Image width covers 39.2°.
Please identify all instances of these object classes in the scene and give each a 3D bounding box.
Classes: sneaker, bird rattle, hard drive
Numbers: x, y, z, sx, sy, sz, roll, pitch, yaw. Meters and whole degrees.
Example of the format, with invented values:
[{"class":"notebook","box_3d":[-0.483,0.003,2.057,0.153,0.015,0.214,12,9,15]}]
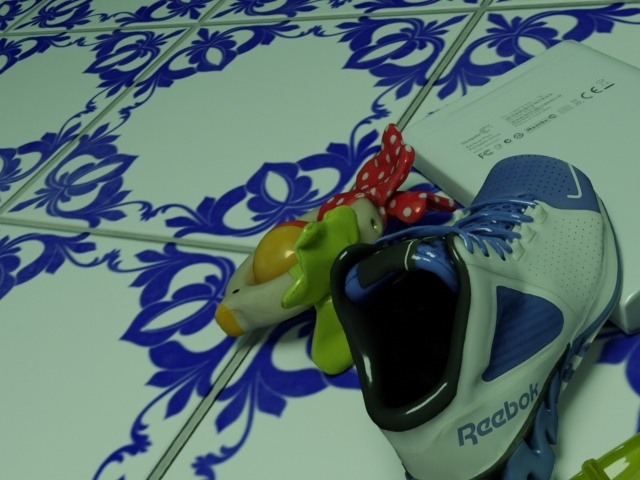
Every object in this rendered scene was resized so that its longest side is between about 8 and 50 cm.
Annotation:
[{"class":"sneaker","box_3d":[0.112,0.030,0.632,0.127,0.182,0.316,-6,45,37]},{"class":"bird rattle","box_3d":[0.000,0.000,0.821,0.206,0.143,0.254,-23,30,28]},{"class":"hard drive","box_3d":[0.258,-0.074,0.842,0.233,0.047,0.353,-29,36,-10]}]

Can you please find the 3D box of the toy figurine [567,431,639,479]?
[{"class":"toy figurine","box_3d":[0.100,0.275,0.445,0.362,0.191,0.217,-31,65,-9]}]
